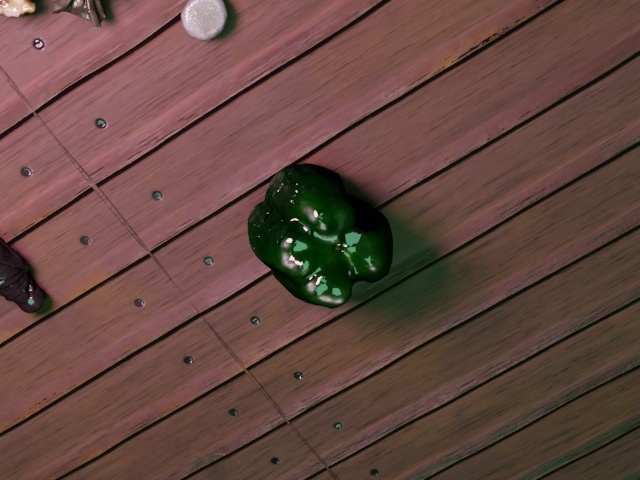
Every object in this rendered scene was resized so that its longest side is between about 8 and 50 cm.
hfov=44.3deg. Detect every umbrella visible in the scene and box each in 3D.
[{"bbox_3d":[-0.640,0.000,1.434,0.113,0.106,0.358,-28,123,17],"label":"umbrella"}]

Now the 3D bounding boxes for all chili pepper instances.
[{"bbox_3d":[0.000,0.000,1.413,0.248,0.257,0.233,33,96,-18],"label":"chili pepper"}]

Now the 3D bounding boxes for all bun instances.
[{"bbox_3d":[-0.194,-0.377,1.319,0.083,0.045,0.083,-3,113,-7],"label":"bun"}]

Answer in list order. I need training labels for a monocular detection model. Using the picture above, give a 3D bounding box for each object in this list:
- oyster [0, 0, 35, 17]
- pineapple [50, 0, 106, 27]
[{"bbox_3d":[-0.580,-0.476,1.185,0.201,0.107,0.354,-26,124,17],"label":"oyster"},{"bbox_3d":[-0.342,-0.458,1.227,0.128,0.128,0.248,22,116,-16],"label":"pineapple"}]
